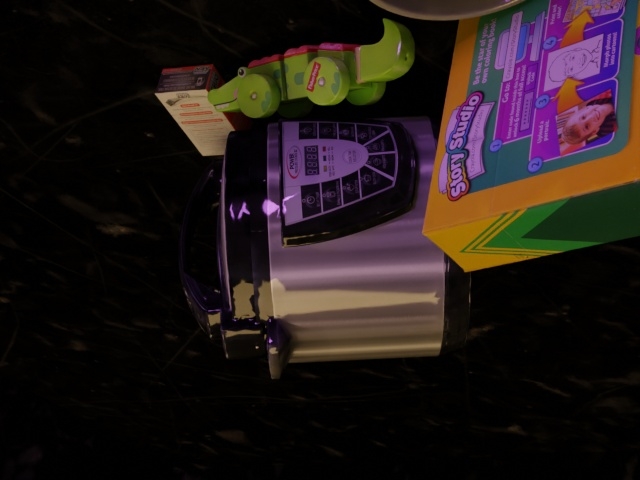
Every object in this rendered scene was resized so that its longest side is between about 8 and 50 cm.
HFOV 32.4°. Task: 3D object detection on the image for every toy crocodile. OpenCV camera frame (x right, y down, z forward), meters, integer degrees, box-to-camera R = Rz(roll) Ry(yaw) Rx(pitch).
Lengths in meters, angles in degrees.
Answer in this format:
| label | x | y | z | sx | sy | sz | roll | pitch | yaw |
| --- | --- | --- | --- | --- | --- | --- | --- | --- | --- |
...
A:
| label | x | y | z | sx | sy | sz | roll | pitch | yaw |
| --- | --- | --- | --- | --- | --- | --- | --- | --- | --- |
| toy crocodile | -0.019 | -0.234 | 1.565 | 0.340 | 0.105 | 0.115 | -6 | -178 | 40 |

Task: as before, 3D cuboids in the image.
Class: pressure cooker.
| label | x | y | z | sx | sy | sz | roll | pitch | yaw |
| --- | --- | --- | --- | --- | --- | --- | --- | --- | --- |
| pressure cooker | 0.000 | 0.005 | 1.627 | 0.420 | 0.375 | 0.370 | -2 | -173 | 1 |

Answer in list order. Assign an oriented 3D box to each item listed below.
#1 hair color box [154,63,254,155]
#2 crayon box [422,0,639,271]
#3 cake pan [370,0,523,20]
| label | x | y | z | sx | sy | sz | roll | pitch | yaw |
| --- | --- | --- | --- | --- | --- | --- | --- | --- | --- |
| hair color box | -0.177 | -0.203 | 1.733 | 0.093 | 0.053 | 0.167 | -1 | 150 | 24 |
| crayon box | 0.293 | -0.166 | 1.276 | 0.313 | 0.363 | 0.106 | -15 | 141 | 41 |
| cake pan | 0.166 | -0.359 | 1.229 | 0.293 | 0.054 | 0.293 | -6 | 153 | -3 |
